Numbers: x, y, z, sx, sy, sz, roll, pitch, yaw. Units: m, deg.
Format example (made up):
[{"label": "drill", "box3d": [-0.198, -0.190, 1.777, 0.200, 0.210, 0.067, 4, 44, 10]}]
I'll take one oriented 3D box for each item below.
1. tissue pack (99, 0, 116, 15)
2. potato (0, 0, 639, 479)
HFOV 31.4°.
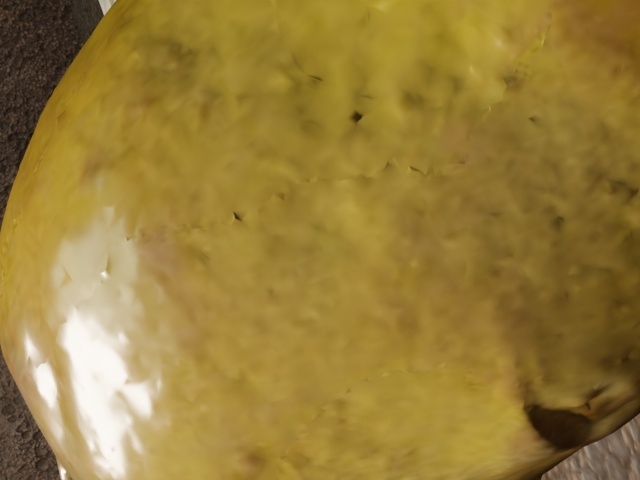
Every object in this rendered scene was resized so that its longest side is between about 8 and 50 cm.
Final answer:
[{"label": "tissue pack", "box3d": [-0.198, -0.341, 1.276, 0.201, 0.124, 0.271, 132, 122, -74]}, {"label": "potato", "box3d": [0.017, -0.040, 0.389, 0.290, 0.296, 0.397, 52, 162, 29]}]
